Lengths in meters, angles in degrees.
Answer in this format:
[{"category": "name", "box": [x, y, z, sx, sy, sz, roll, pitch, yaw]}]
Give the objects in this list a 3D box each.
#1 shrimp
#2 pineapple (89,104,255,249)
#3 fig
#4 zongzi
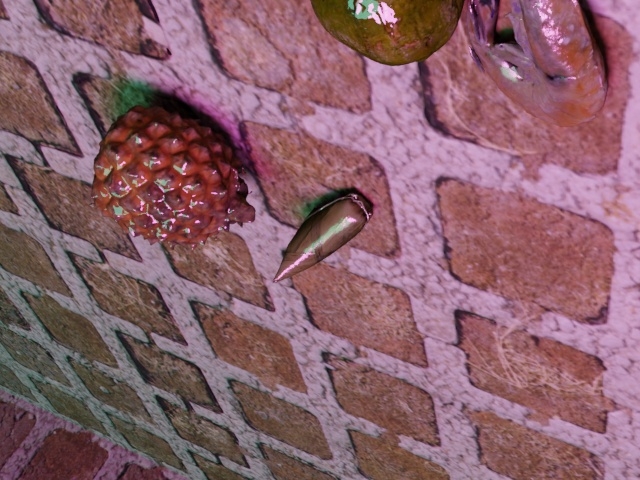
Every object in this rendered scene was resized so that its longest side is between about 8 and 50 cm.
[{"category": "shrimp", "box": [0.156, -0.173, 0.801, 0.126, 0.047, 0.223, 20, 152, 42]}, {"category": "pineapple", "box": [-0.164, -0.064, 1.179, 0.193, 0.166, 0.166, 24, 151, 3]}, {"category": "fig", "box": [0.056, -0.187, 0.805, 0.123, 0.123, 0.156, 23, 161, 18]}, {"category": "zongzi", "box": [0.000, 0.000, 1.151, 0.052, 0.113, 0.104, 47, 150, -9]}]
